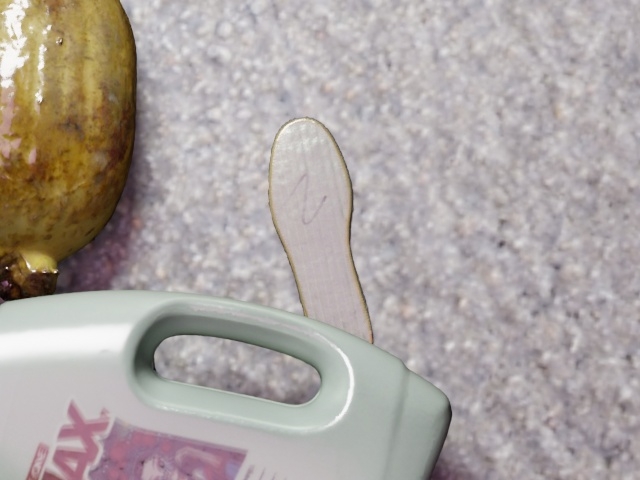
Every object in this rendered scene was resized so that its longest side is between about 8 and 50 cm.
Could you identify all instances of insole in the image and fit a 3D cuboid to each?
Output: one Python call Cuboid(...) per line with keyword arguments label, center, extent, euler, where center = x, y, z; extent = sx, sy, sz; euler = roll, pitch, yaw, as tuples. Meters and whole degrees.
Cuboid(label="insole", center=(0.000, 0.000, 1.474), extent=(0.064, 0.004, 0.188), euler=(-13, 83, 1))

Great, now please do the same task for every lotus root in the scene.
Cuboid(label="lotus root", center=(-0.205, -0.079, 1.428), extent=(0.145, 0.128, 0.260), euler=(5, 86, -11))

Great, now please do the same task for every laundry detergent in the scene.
Cuboid(label="laundry detergent", center=(-0.134, 0.136, 1.383), extent=(0.398, 0.125, 0.264), euler=(26, 88, -1))
